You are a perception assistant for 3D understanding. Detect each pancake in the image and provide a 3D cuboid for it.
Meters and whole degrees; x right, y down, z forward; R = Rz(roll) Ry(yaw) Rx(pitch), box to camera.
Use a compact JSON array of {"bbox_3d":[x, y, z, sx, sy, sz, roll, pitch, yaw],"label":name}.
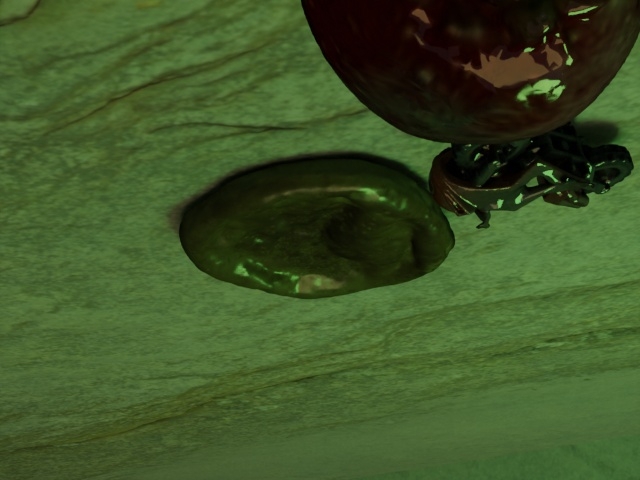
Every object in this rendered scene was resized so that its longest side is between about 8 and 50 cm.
[{"bbox_3d":[0.000,0.000,1.107,0.294,0.049,0.294,-2,158,-1],"label":"pancake"}]

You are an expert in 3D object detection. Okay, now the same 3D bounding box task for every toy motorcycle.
[{"bbox_3d":[0.177,-0.062,0.945,0.212,0.084,0.118,8,147,-40],"label":"toy motorcycle"}]

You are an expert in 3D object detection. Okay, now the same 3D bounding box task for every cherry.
[{"bbox_3d":[0.078,-0.138,0.612,0.192,0.175,0.250,7,159,-2],"label":"cherry"}]
